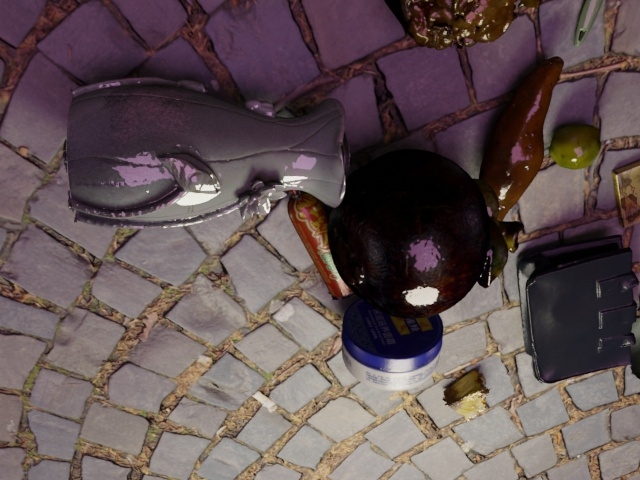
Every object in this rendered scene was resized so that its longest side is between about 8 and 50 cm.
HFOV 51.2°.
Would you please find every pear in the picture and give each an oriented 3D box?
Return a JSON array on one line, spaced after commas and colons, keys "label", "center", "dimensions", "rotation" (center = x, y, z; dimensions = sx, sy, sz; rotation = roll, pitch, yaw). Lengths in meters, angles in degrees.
[{"label": "pear", "center": [0.487, -0.179, 1.269], "dimensions": [0.092, 0.092, 0.097], "rotation": [34, 111, -26]}]

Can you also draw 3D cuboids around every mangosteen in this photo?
[{"label": "mangosteen", "center": [0.168, -0.016, 1.188], "dimensions": [0.330, 0.330, 0.330], "rotation": [-5, 122, -8]}]

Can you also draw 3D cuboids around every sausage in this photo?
[{"label": "sausage", "center": [0.000, 0.000, 1.297], "dimensions": [0.083, 0.083, 0.264], "rotation": [-25, 122, 5]}]

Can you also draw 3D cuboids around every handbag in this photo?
[{"label": "handbag", "center": [0.578, 0.146, 1.467], "dimensions": [0.269, 0.118, 0.326], "rotation": [-12, 124, 5]}]

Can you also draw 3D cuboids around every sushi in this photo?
[{"label": "sushi", "center": [0.209, -0.396, 1.016], "dimensions": [0.213, 0.204, 0.200], "rotation": [-37, 125, 19]}]

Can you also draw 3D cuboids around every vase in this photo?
[{"label": "vase", "center": [-0.175, -0.141, 1.094], "dimensions": [0.445, 0.250, 0.250], "rotation": [-2, 121, -13]}]

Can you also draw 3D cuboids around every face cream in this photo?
[{"label": "face cream", "center": [0.145, 0.208, 1.371], "dimensions": [0.206, 0.206, 0.111], "rotation": [-6, 127, -7]}]

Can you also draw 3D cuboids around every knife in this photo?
[{"label": "knife", "center": [0.483, -0.473, 1.127], "dimensions": [0.043, 0.020, 0.293], "rotation": [7, 119, -13]}]

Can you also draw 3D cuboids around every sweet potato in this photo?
[{"label": "sweet potato", "center": [0.361, -0.162, 1.245], "dimensions": [0.112, 0.112, 0.359], "rotation": [1, 124, -11]}]

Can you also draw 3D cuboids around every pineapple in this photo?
[{"label": "pineapple", "center": [0.347, 0.379, 1.594], "dimensions": [0.116, 0.069, 0.137], "rotation": [-2, 123, -10]}]

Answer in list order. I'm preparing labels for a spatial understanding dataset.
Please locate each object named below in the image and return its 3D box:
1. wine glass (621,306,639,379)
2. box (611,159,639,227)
[{"label": "wine glass", "center": [0.892, 0.253, 1.547], "dimensions": [0.357, 0.190, 0.190], "rotation": [7, 119, -13]}, {"label": "box", "center": [0.652, -0.094, 1.388], "dimensions": [0.073, 0.020, 0.149], "rotation": [-23, 123, 4]}]
